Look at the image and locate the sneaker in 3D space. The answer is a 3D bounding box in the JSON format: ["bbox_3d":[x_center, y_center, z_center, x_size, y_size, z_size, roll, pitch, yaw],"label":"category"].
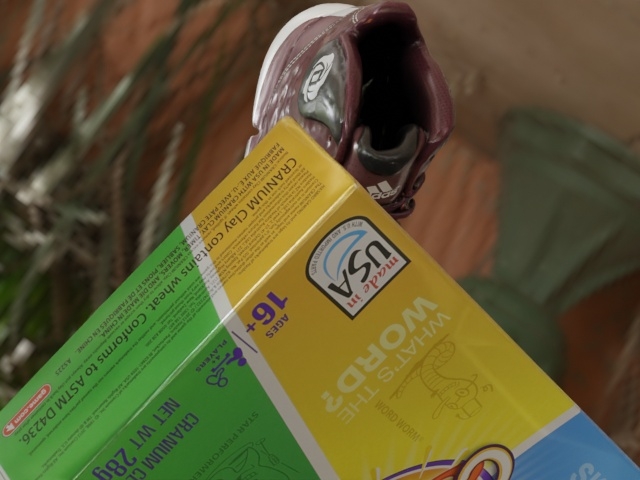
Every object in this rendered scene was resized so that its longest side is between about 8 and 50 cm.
[{"bbox_3d":[0.000,0.000,1.008,0.106,0.281,0.162,10,174,-16],"label":"sneaker"}]

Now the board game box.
[{"bbox_3d":[0.001,0.127,0.862,0.316,0.242,0.064,43,-179,-43],"label":"board game box"}]
